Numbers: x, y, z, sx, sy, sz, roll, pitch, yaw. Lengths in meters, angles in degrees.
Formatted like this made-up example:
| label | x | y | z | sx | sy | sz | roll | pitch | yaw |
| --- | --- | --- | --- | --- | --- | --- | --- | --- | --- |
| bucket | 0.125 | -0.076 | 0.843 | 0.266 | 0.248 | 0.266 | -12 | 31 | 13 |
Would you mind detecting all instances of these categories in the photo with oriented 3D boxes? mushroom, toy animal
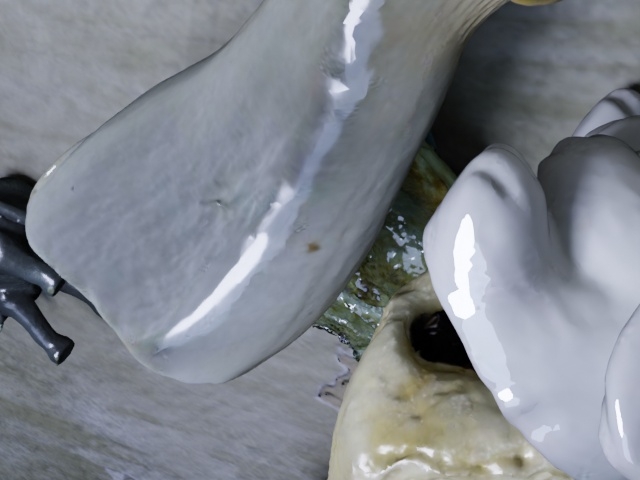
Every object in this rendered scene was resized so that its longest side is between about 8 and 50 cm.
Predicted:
| label | x | y | z | sx | sy | sz | roll | pitch | yaw |
| --- | --- | --- | --- | --- | --- | --- | --- | --- | --- |
| mushroom | -0.015 | -0.065 | 0.577 | 0.159 | 0.122 | 0.328 | 33 | 123 | -12 |
| toy animal | -0.250 | 0.038 | 1.022 | 0.137 | 0.082 | 0.269 | 35 | 150 | 4 |
| toy animal | 0.213 | -0.007 | 0.482 | 0.265 | 0.272 | 0.206 | -28 | 86 | 29 |

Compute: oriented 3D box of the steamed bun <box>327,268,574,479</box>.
| label | x | y | z | sx | sy | sz | roll | pitch | yaw |
| --- | --- | --- | --- | --- | --- | --- | --- | --- | --- |
| steamed bun | 0.075 | 0.085 | 0.631 | 0.141 | 0.155 | 0.172 | 5 | 145 | -2 |

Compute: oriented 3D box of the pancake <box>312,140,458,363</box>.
| label | x | y | z | sx | sy | sz | roll | pitch | yaw |
| --- | --- | --- | --- | --- | --- | --- | --- | --- | --- |
| pancake | 0.000 | 0.000 | 0.739 | 0.254 | 0.037 | 0.253 | 19 | 140 | 17 |

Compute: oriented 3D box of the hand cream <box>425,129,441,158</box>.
| label | x | y | z | sx | sy | sz | roll | pitch | yaw |
| --- | --- | --- | --- | --- | --- | --- | --- | --- | --- |
| hand cream | 0.016 | -0.101 | 0.669 | 0.083 | 0.048 | 0.224 | 13 | 147 | 29 |
